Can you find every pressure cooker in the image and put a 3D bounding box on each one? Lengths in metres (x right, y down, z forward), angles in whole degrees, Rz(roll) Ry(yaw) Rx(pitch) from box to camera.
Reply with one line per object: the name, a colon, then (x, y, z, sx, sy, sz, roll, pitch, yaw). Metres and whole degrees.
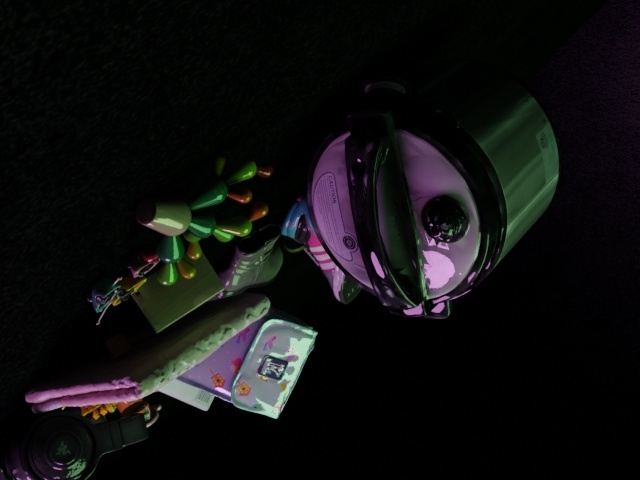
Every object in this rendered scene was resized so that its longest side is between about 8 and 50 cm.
pressure cooker: (0.183, -0.097, 1.624, 0.420, 0.370, 0.375, -40, 171, -47)

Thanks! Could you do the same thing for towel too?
towel: (-0.291, 0.191, 1.605, 0.316, 0.053, 0.332, -14, -167, 39)

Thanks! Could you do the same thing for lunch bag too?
lunch bag: (-0.160, 0.238, 2.031, 0.224, 0.262, 0.160, -66, 172, 3)

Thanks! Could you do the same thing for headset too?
headset: (-0.479, 0.397, 1.636, 0.394, 0.185, 0.243, -7, 170, -44)

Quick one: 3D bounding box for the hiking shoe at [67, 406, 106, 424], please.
hiking shoe: (-0.545, 0.436, 2.016, 0.227, 0.114, 0.086, -36, 171, -39)

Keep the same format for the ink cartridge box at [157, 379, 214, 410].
ink cartridge box: (-0.288, 0.257, 2.201, 0.239, 0.060, 0.275, -64, 154, -11)

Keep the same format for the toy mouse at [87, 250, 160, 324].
toy mouse: (-0.286, 0.054, 1.359, 0.161, 0.031, 0.143, -41, 174, -6)

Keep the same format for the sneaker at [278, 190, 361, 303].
sneaker: (0.000, 0.000, 2.010, 0.124, 0.178, 0.296, -43, 145, -30)

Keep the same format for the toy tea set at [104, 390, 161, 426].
toy tea set: (-0.449, 0.362, 2.284, 0.200, 0.124, 0.336, -8, -158, 40)

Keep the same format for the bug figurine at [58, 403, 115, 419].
bug figurine: (-0.461, 0.311, 1.854, 0.216, 0.072, 0.279, -25, 168, -47)

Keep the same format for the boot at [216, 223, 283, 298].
boot: (-0.121, 0.027, 1.971, 0.161, 0.083, 0.246, -52, 170, 33)

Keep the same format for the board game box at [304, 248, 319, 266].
board game box: (0.021, 0.015, 2.368, 0.103, 0.154, 0.026, -44, 173, 21)

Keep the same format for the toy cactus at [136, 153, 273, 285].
toy cactus: (-0.173, -0.035, 1.247, 0.219, 0.112, 0.180, -41, 155, 19)

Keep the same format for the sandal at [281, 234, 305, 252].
sandal: (-0.020, -0.050, 2.103, 0.180, 0.072, 0.049, -42, 158, -11)

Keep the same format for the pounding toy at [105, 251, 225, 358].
pounding toy: (-0.269, 0.099, 1.528, 0.206, 0.094, 0.181, -33, 180, -10)
